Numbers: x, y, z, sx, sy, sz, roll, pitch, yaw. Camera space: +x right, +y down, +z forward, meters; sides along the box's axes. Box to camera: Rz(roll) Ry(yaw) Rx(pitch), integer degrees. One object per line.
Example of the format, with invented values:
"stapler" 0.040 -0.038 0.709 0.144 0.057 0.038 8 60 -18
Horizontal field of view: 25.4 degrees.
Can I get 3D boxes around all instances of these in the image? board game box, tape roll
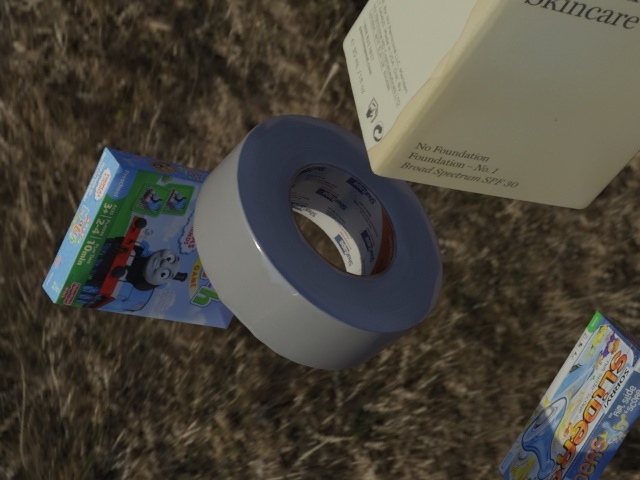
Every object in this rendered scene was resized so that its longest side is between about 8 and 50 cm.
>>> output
"board game box" 0.261 0.182 1.427 0.035 0.136 0.201 28 99 -15
"tape roll" 0.000 0.000 1.225 0.219 0.072 0.219 24 46 -27
"board game box" -0.151 0.003 1.419 0.211 0.039 0.160 11 114 -41

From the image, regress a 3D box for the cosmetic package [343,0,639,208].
"cosmetic package" 0.153 -0.158 0.774 0.160 0.309 0.113 7 53 -24
